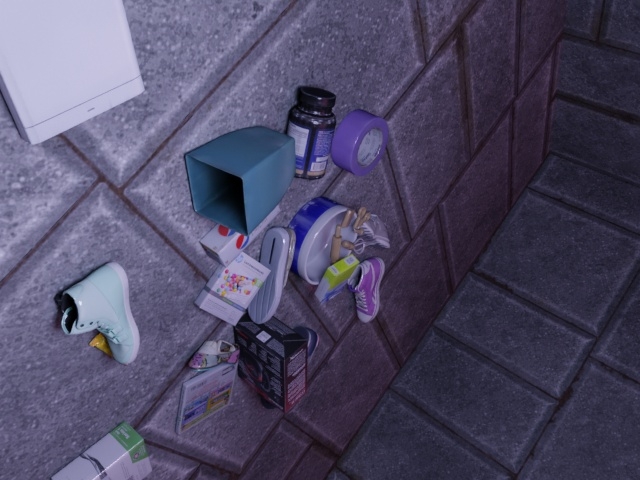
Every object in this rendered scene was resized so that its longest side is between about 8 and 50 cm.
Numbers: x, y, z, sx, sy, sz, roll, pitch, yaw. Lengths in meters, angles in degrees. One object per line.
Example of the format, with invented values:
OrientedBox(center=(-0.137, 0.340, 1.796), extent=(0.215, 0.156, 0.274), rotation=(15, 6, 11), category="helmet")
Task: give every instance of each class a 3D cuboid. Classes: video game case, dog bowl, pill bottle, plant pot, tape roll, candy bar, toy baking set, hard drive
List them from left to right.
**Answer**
OrientedBox(center=(-0.417, -0.353, 0.902), extent=(0.233, 0.047, 0.353), rotation=(-39, 144, -33), category="hard drive")
OrientedBox(center=(-0.488, 0.261, 1.372), extent=(0.040, 0.018, 0.161), rotation=(-48, 149, -14), category="candy bar")
OrientedBox(center=(-0.348, 0.474, 1.780), extent=(0.212, 0.023, 0.194), rotation=(-21, 132, -50), category="video game case")
OrientedBox(center=(-0.168, -0.162, 1.360), extent=(0.234, 0.165, 0.166), rotation=(-45, 149, -40), category="plant pot")
OrientedBox(center=(-0.026, -0.278, 1.502), extent=(0.122, 0.122, 0.219), rotation=(-22, 134, -48), category="pill bottle")
OrientedBox(center=(0.000, 0.000, 1.813), extent=(0.265, 0.104, 0.265), rotation=(-39, 145, -34), category="dog bowl")
OrientedBox(center=(0.096, 0.005, 1.828), extent=(0.196, 0.030, 0.256), rotation=(-28, 138, -44), category="toy baking set")
OrientedBox(center=(0.121, -0.297, 1.761), extent=(0.189, 0.080, 0.189), rotation=(-39, 146, -34), category="tape roll")

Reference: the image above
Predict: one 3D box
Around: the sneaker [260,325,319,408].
OrientedBox(center=(-0.097, 0.463, 2.072), extent=(0.319, 0.112, 0.131), rotation=(-60, 148, 3), category="sneaker")

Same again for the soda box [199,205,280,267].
OrientedBox(center=(-0.204, -0.037, 1.490), extent=(0.216, 0.073, 0.069), rotation=(-48, 149, -20), category="soda box")

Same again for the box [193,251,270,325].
OrientedBox(center=(-0.238, 0.126, 1.586), extent=(0.145, 0.038, 0.186), rotation=(39, 81, -45), category="box")

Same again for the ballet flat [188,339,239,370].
OrientedBox(center=(-0.305, 0.329, 1.679), extent=(0.221, 0.076, 0.079), rotation=(14, 86, -65), category="ballet flat")

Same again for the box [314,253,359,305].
OrientedBox(center=(0.048, 0.125, 1.829), extent=(0.109, 0.042, 0.178), rotation=(-29, 158, -35), category="box")

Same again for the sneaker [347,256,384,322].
OrientedBox(center=(0.154, 0.206, 2.260), extent=(0.161, 0.102, 0.282), rotation=(-17, 119, -46), category="sneaker")

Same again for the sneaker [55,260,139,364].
OrientedBox(center=(-0.480, 0.184, 1.236), extent=(0.151, 0.094, 0.256), rotation=(-35, 133, -47), category="sneaker")

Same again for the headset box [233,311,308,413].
OrientedBox(center=(-0.153, 0.380, 1.799), extent=(0.110, 0.218, 0.293), rotation=(-36, 142, -37), category="headset box")

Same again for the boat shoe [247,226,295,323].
OrientedBox(center=(-0.133, 0.103, 1.699), extent=(0.094, 0.109, 0.303), rotation=(-9, 121, -57), category="boat shoe")

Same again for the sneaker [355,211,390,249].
OrientedBox(center=(0.158, -0.053, 2.057), extent=(0.281, 0.105, 0.115), rotation=(32, 54, -57), category="sneaker")

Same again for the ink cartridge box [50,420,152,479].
OrientedBox(center=(-0.560, 0.604, 1.493), extent=(0.219, 0.092, 0.160), rotation=(-35, 142, -37), category="ink cartridge box")
